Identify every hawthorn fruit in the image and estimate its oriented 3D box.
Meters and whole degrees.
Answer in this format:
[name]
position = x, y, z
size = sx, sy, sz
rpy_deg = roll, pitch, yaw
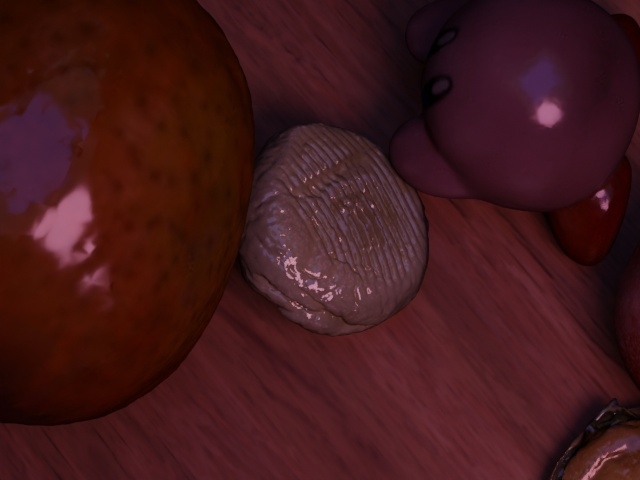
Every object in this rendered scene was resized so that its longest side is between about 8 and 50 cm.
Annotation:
[hawthorn fruit]
position = -0.273, -0.064, 1.594
size = 0.472, 0.472, 0.471
rpy_deg = 0, 75, -1

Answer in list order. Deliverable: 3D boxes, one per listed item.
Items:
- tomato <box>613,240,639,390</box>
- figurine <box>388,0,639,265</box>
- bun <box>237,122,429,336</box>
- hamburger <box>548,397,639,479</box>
[tomato]
position = 0.424, 0.065, 1.652
size = 0.270, 0.227, 0.270
rpy_deg = 7, 58, -11
[figurine]
position = 0.222, -0.141, 1.690
size = 0.261, 0.211, 0.269
rpy_deg = 15, 74, -16
[bun]
position = 0.000, 0.000, 1.716
size = 0.220, 0.134, 0.220
rpy_deg = 17, 58, -29
[hamburger]
position = 0.297, 0.215, 1.698
size = 0.176, 0.087, 0.102
rpy_deg = -23, 63, 2
